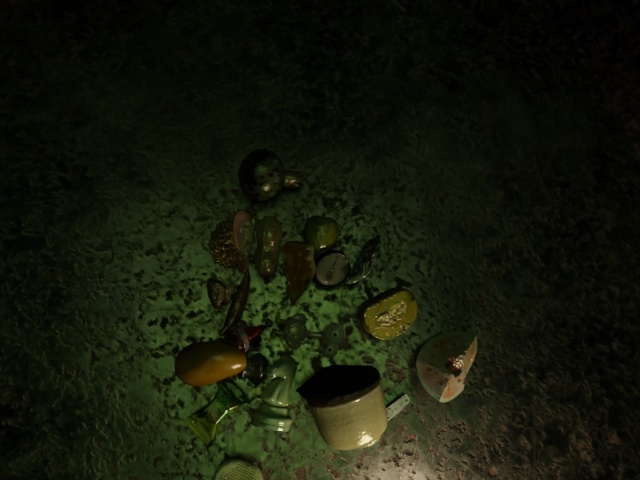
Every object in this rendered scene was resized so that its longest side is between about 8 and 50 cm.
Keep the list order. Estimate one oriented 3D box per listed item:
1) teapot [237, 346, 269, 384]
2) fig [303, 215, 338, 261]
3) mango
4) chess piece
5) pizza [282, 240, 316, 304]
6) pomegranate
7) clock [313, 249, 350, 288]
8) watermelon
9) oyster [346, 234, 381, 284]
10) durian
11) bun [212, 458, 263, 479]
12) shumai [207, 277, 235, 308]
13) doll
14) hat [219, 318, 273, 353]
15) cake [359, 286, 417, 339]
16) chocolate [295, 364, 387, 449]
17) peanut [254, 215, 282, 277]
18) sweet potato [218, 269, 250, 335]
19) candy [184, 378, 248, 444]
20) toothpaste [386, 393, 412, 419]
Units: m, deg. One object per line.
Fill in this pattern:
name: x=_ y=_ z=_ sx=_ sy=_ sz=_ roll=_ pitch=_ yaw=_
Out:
teapot: x=-0.290 y=0.531 z=1.771 sx=0.119 sy=0.130 sz=0.166 roll=12 pitch=38 yaw=-25
fig: x=-0.005 y=-0.015 z=1.930 sx=0.167 sy=0.167 sz=0.234 roll=16 pitch=61 yaw=-1
mango: x=-0.451 y=0.498 z=1.689 sx=0.317 sy=0.211 sz=0.173 roll=-15 pitch=56 yaw=23
chess piece: x=-0.179 y=0.627 z=1.730 sx=0.175 sy=0.176 sz=0.298 roll=13 pitch=71 yaw=-2
pizza: x=-0.099 y=0.146 z=1.893 sx=0.189 sy=0.071 sz=0.297 roll=-5 pitch=80 yaw=33
pomegranate: x=-0.245 y=-0.286 z=1.974 sx=0.306 sy=0.242 sz=0.242 roll=32 pitch=71 yaw=-29
clock: x=0.053 y=0.135 z=1.906 sx=0.184 sy=0.040 sz=0.185 roll=-6 pitch=110 yaw=-18
watermelon: x=0.556 y=0.559 z=1.849 sx=0.322 sy=0.188 sz=0.175 roll=-41 pitch=127 yaw=-21
oyster: x=0.216 y=0.089 z=1.945 sx=0.087 sy=0.199 sz=0.252 roll=33 pitch=105 yaw=-11
durian: x=-0.432 y=-0.002 z=1.924 sx=0.195 sy=0.185 sz=0.305 roll=0 pitch=81 yaw=18
bun: x=-0.331 y=0.983 z=1.649 sx=0.221 sy=0.108 sz=0.221 roll=3 pitch=66 yaw=-6
shumai: x=-0.440 y=0.226 z=1.849 sx=0.116 sy=0.145 sz=0.146 roll=-8 pitch=74 yaw=-27
doll: x=-0.034 y=0.422 z=1.842 sx=0.365 sy=0.094 sz=0.160 roll=15 pitch=76 yaw=0
hat: x=-0.307 y=0.406 z=1.814 sx=0.227 sy=0.140 sz=0.129 roll=-22 pitch=88 yaw=-40
cake: x=0.312 y=0.330 z=1.871 sx=0.260 sy=0.156 sz=0.179 roll=-24 pitch=94 yaw=-6
chocolate: x=0.103 y=0.692 z=1.678 sx=0.326 sy=0.314 sz=0.297 roll=-6 pitch=93 yaw=28
peanut: x=-0.241 y=0.025 z=1.911 sx=0.120 sy=0.136 sz=0.298 roll=3 pitch=75 yaw=-5
sweet potato: x=-0.368 y=0.282 z=1.859 sx=0.072 sy=0.066 sz=0.314 roll=8 pitch=70 yaw=34
candy: x=-0.438 y=0.709 z=1.735 sx=0.149 sy=0.069 sz=0.246 roll=43 pitch=70 yaw=2
toothpaste: x=0.311 y=0.744 z=1.812 sx=0.196 sy=0.040 sz=0.047 roll=-32 pitch=75 yaw=-13
